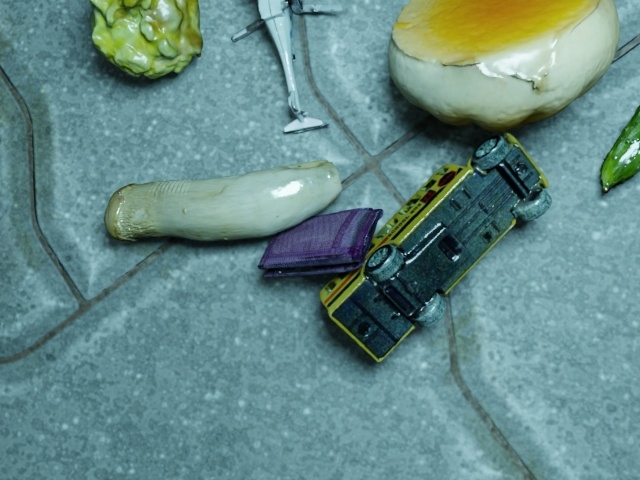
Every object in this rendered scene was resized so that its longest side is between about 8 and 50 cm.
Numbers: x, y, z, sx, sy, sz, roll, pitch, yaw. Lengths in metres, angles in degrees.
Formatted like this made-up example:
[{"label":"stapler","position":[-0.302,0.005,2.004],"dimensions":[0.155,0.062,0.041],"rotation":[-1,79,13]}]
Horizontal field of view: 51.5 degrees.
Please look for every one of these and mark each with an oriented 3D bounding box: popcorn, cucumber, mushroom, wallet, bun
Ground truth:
[{"label":"popcorn","position":[-0.265,-0.342,0.997],"dimensions":[0.167,0.186,0.188],"rotation":[-6,50,-13]},{"label":"cucumber","position":[0.459,-0.159,0.919],"dimensions":[0.069,0.069,0.227],"rotation":[38,91,12]},{"label":"mushroom","position":[-0.142,-0.058,0.977],"dimensions":[0.351,0.095,0.123],"rotation":[-6,39,6]},{"label":"wallet","position":[0.000,-0.001,0.929],"dimensions":[0.165,0.030,0.111],"rotation":[-7,41,31]},{"label":"bun","position":[0.244,-0.242,0.893],"dimensions":[0.298,0.165,0.299],"rotation":[-14,41,12]}]

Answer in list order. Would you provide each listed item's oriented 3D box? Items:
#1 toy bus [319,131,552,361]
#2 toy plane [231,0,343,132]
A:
[{"label":"toy bus","position":[0.152,0.003,0.906],"dimensions":[0.335,0.123,0.121],"rotation":[-46,110,0]},{"label":"toy plane","position":[-0.067,-0.307,1.002],"dimensions":[0.181,0.107,0.273],"rotation":[7,87,15]}]
